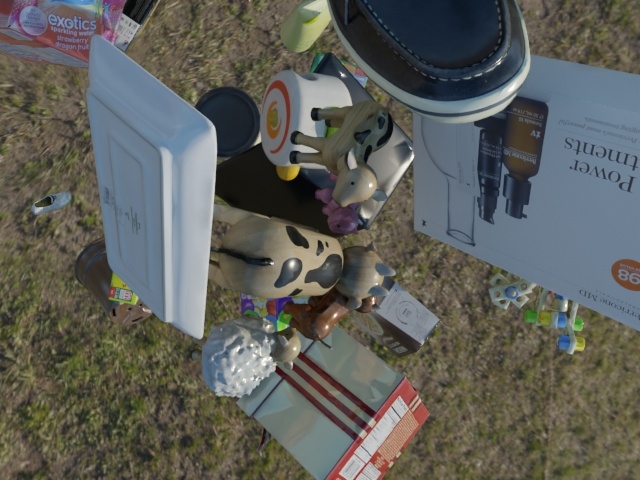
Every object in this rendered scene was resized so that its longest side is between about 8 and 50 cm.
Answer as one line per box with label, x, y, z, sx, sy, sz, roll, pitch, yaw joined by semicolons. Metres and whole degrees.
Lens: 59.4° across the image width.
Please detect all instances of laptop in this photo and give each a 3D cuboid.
laptop;-0.026;-0.198;1.452;0.382;0.236;0.408;38;84;-35

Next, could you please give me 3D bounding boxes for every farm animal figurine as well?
farm animal figurine;0.000;0.000;0.680;0.327;0.172;0.330;-16;114;-49

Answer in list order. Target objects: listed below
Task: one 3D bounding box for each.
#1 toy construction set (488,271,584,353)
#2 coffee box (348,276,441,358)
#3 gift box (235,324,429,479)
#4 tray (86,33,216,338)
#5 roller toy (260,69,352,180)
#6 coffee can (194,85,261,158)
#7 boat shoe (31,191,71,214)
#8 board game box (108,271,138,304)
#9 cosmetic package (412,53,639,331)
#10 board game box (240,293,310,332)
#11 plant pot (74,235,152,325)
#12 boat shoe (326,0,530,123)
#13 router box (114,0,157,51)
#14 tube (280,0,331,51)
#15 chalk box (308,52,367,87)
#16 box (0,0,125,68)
toy construction set;0.518;0.111;1.304;0.151;0.327;0.215;5;97;-7
coffee box;0.140;0.156;1.327;0.246;0.141;0.098;40;70;4
gift box;0.003;0.307;1.028;0.276;0.258;0.255;-45;142;-16
tray;-0.155;-0.024;0.492;0.030;0.145;0.270;-34;153;-36
roller toy;-0.039;-0.242;1.142;0.146;0.209;0.191;-1;65;-28
coffee can;-0.252;-0.334;1.702;0.202;0.275;0.201;0;92;5
boat shoe;-0.643;-0.095;1.347;0.100;0.035;0.035;-30;82;-42
board game box;-0.301;0.022;0.933;0.043;0.181;0.092;13;109;-10
cosmetic package;0.294;-0.079;0.731;0.097;0.377;0.284;-37;136;-29
board game box;-0.099;0.251;1.415;0.142;0.144;0.275;-1;85;-45
plant pot;-0.464;0.098;1.315;0.167;0.165;0.167;-27;141;-25
boat shoe;0.074;-0.349;0.597;0.187;0.156;0.500;-18;71;6
router box;-0.358;-0.470;1.123;0.046;0.133;0.179;32;104;-21
tube;-0.016;-0.345;0.873;0.062;0.240;0.070;19;92;-14
chalk box;0.034;-0.449;1.754;0.180;0.289;0.179;19;69;-5
box;-0.453;-0.362;0.860;0.154;0.300;0.142;15;92;-53
